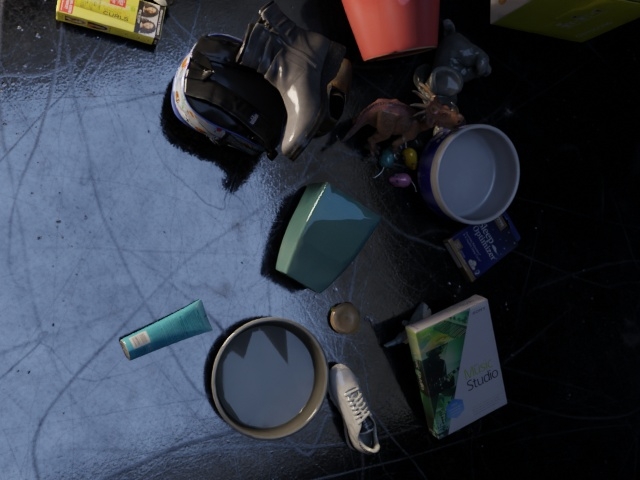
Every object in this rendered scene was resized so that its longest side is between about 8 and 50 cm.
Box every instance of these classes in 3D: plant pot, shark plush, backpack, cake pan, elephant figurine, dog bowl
[{"bbox_3d":[0.185,-0.596,1.794,0.275,0.275,0.243,-14,101,-21],"label":"plant pot"},{"bbox_3d":[0.233,0.235,1.860,0.161,0.073,0.067,-39,75,-4],"label":"shark plush"},{"bbox_3d":[-0.208,-0.345,1.637,0.263,0.213,0.276,24,71,-30],"label":"backpack"},{"bbox_3d":[-0.123,0.332,1.702,0.293,0.054,0.293,2,86,-20],"label":"cake pan"},{"bbox_3d":[0.000,0.000,1.721,0.166,0.165,0.234,33,84,-16],"label":"plant pot"},{"bbox_3d":[0.331,-0.421,1.888,0.186,0.169,0.239,43,88,17],"label":"elephant figurine"},{"bbox_3d":[0.396,-0.178,1.882,0.265,0.104,0.264,-4,100,-23],"label":"dog bowl"}]

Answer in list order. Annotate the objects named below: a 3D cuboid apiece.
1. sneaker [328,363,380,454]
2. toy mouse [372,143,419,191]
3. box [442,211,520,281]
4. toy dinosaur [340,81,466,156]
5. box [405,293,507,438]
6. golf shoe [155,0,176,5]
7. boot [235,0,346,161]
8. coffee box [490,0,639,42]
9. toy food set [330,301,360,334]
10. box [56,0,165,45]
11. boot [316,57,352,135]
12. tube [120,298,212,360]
[{"bbox_3d":[0.090,0.418,1.756,0.090,0.095,0.235,-22,93,-19],"label":"sneaker"},{"bbox_3d":[0.205,-0.195,1.877,0.143,0.031,0.160,-22,94,-21],"label":"toy mouse"},{"bbox_3d":[0.461,-0.002,1.959,0.225,0.036,0.136,-35,98,-21],"label":"box"},{"bbox_3d":[0.195,-0.315,1.780,0.296,0.200,0.127,-4,70,-20],"label":"toy dinosaur"},{"bbox_3d":[0.361,0.330,1.845,0.232,0.058,0.321,-22,107,-21],"label":"box"},{"bbox_3d":[-0.461,-0.626,1.635,0.273,0.105,0.120,41,89,-7],"label":"golf shoe"},{"bbox_3d":[-0.091,-0.348,1.538,0.223,0.118,0.338,25,59,-18],"label":"boot"},{"bbox_3d":[0.710,-0.779,1.949,0.338,0.338,0.334,5,85,-21],"label":"coffee box"},{"bbox_3d":[0.064,0.199,1.800,0.083,0.020,0.082,-1,86,-20],"label":"toy food set"},{"bbox_3d":[-0.484,-0.527,1.627,0.232,0.058,0.087,12,83,-19],"label":"box"},{"bbox_3d":[0.050,-0.375,1.792,0.082,0.106,0.219,22,79,-18],"label":"boot"},{"bbox_3d":[-0.355,0.212,1.629,0.207,0.052,0.080,-22,99,-26],"label":"tube"}]
